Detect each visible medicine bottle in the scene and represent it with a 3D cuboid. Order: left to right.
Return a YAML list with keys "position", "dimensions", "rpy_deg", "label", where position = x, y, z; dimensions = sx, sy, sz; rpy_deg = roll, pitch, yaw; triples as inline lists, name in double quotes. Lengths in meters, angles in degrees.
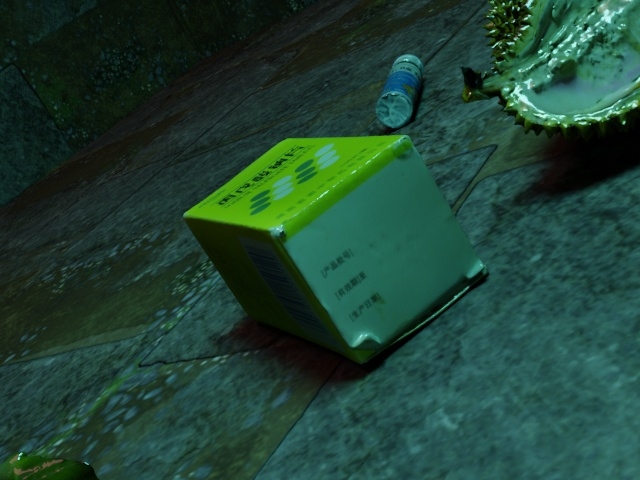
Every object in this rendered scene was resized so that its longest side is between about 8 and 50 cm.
- position: [0.000, 0.000, 0.845]
  dimensions: [0.137, 0.141, 0.250]
  rpy_deg: [-40, 19, -16]
  label: "medicine bottle"
- position: [0.111, -0.208, 1.366]
  dimensions: [0.051, 0.051, 0.191]
  rpy_deg: [-25, 19, 20]
  label: "medicine bottle"

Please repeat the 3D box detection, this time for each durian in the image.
- position: [0.227, -0.155, 0.869]
  dimensions: [0.237, 0.193, 0.138]
  rpy_deg: [-23, -25, -6]
  label: "durian"

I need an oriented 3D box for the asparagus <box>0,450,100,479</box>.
- position: [-0.301, 0.232, 0.804]
  dimensions: [0.287, 0.080, 0.080]
  rpy_deg: [-25, 18, 0]
  label: "asparagus"
